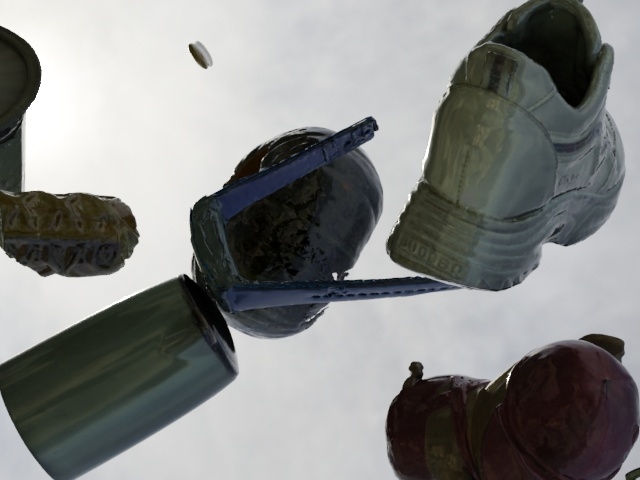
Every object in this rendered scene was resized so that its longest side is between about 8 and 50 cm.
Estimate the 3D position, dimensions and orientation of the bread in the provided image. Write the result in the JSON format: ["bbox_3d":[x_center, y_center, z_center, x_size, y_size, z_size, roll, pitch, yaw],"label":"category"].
[{"bbox_3d":[-0.193,-0.004,0.961,0.060,0.110,0.066,-176,-91,-68],"label":"bread"}]

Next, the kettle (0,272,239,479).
[{"bbox_3d":[-0.230,0.153,1.510,0.255,0.165,0.240,-31,179,-1],"label":"kettle"}]

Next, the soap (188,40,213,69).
[{"bbox_3d":[-0.130,-0.202,1.373,0.012,0.034,0.089,-33,-172,7],"label":"soap"}]

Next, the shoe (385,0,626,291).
[{"bbox_3d":[0.184,-0.102,1.017,0.132,0.342,0.210,26,-60,21],"label":"shoe"}]

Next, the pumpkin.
[{"bbox_3d":[-0.049,-0.017,1.787,0.320,0.192,0.320,-45,-159,23],"label":"pumpkin"}]

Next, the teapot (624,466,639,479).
[{"bbox_3d":[0.349,0.268,1.294,0.057,0.066,0.088,-45,-128,29],"label":"teapot"}]

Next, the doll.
[{"bbox_3d":[0.182,0.188,1.185,0.256,0.152,0.196,-23,-132,43],"label":"doll"}]

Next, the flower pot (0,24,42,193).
[{"bbox_3d":[-0.410,-0.116,1.429,0.202,0.212,0.212,93,-13,-50],"label":"flower pot"}]

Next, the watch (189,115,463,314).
[{"bbox_3d":[-0.001,0.011,1.462,0.275,0.068,0.276,-25,-126,-5],"label":"watch"}]
